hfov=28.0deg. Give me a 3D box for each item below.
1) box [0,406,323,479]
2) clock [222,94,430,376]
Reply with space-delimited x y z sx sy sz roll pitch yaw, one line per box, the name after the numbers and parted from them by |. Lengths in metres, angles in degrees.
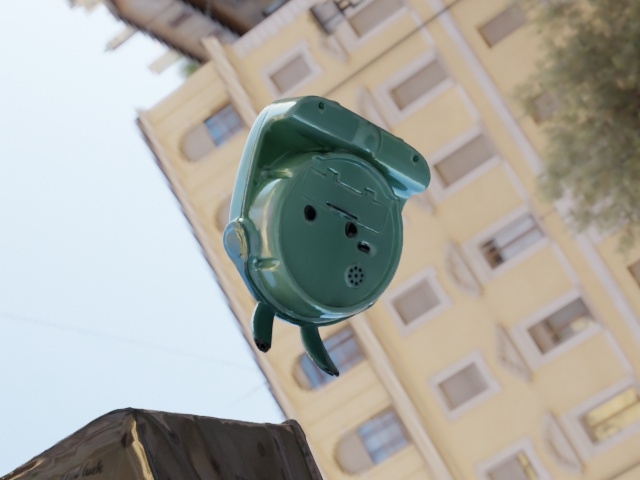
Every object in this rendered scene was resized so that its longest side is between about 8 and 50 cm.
-0.088 0.264 0.668 0.190 0.225 0.297 27 -144 -62 | box
0.000 0.000 0.666 0.101 0.041 0.135 24 -105 -34 | clock
